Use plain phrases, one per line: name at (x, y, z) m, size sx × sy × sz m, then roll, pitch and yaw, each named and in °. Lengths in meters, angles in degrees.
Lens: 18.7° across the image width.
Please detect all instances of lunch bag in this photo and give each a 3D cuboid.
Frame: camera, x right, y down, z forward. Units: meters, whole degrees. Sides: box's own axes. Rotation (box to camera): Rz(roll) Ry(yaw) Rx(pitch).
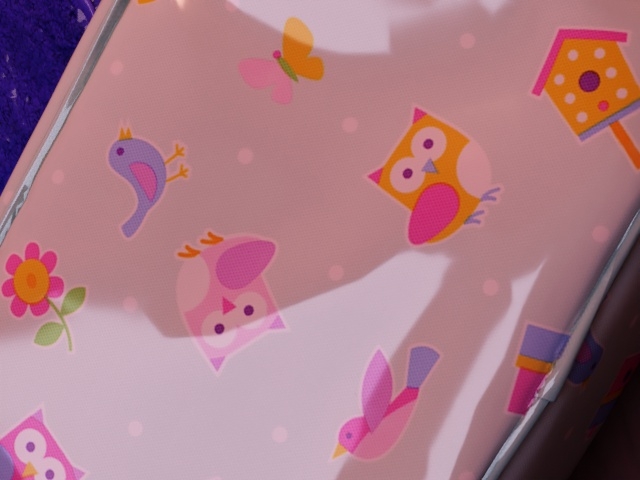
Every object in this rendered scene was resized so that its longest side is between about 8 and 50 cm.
lunch bag at (0.000, 0.000, 0.674) m, size 0.224 × 0.108 × 0.279 m, roll 30°, pitch 93°, yaw 21°

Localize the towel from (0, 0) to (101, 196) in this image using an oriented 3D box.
towel at (-0.110, -0.041, 0.830) m, size 0.228 × 0.076 × 0.308 m, roll -38°, pitch 74°, yaw 35°
